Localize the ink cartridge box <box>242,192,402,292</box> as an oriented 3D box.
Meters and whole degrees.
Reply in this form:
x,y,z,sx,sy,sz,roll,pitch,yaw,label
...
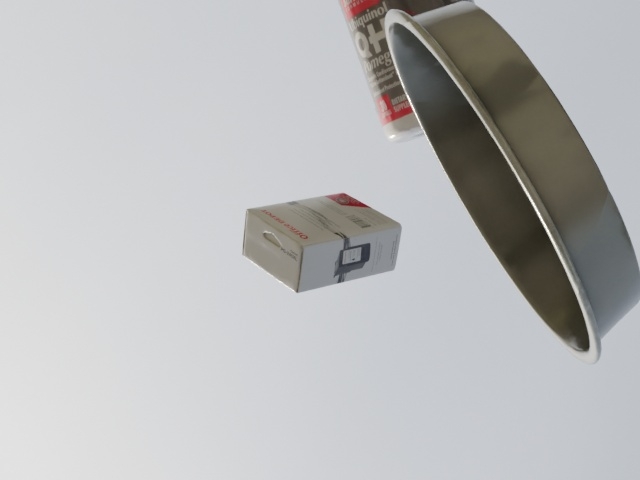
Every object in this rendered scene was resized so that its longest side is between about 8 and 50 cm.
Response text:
x,y,z,sx,sy,sz,roll,pitch,yaw,label
0.000,0.000,1.513,0.150,0.063,0.109,-12,-149,-38,ink cartridge box

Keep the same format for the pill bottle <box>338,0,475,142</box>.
x,y,z,sx,sy,sz,roll,pitch,yaw,label
0.124,-0.307,1.799,0.176,0.176,0.319,-20,-91,16,pill bottle

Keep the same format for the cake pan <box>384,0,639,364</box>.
x,y,z,sx,sy,sz,roll,pitch,yaw,label
0.141,-0.049,0.954,0.054,0.293,0.293,-30,-134,-1,cake pan
